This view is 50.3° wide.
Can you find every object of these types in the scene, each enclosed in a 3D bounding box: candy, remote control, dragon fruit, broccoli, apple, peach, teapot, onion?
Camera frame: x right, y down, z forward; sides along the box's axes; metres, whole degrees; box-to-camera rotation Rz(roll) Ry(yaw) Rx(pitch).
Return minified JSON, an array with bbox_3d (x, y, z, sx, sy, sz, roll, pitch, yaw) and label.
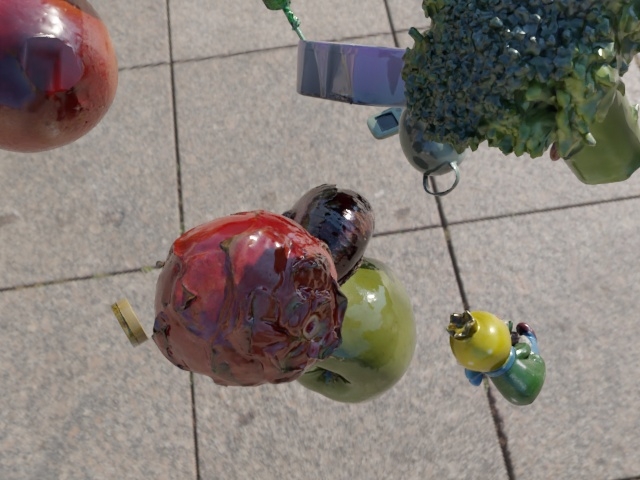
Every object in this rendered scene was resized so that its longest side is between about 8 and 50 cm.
[{"bbox_3d":[-0.065,-0.587,1.870,0.097,0.097,0.323,-31,90,-13],"label":"candy"},{"bbox_3d":[0.286,-0.379,2.015,0.309,0.038,0.090,-21,65,-6],"label":"remote control"},{"bbox_3d":[-0.090,0.077,0.873,0.241,0.252,0.241,10,72,-30],"label":"dragon fruit"},{"bbox_3d":[0.239,-0.177,0.695,0.353,0.397,0.275,-21,43,-17],"label":"broccoli"},{"bbox_3d":[0.068,0.210,1.651,0.357,0.357,0.357,-1,62,2],"label":"apple"},{"bbox_3d":[-0.591,-0.348,1.357,0.388,0.388,0.388,-1,62,2],"label":"peach"},{"bbox_3d":[0.271,-0.247,1.573,0.129,0.193,0.294,-9,81,43],"label":"teapot"},{"bbox_3d":[0.000,0.000,1.352,0.190,0.246,0.246,30,65,-10],"label":"onion"}]

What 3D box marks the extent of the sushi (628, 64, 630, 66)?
[{"bbox_3d":[0.489,-0.369,1.194,0.103,0.097,0.226,-13,83,-5],"label":"sushi"}]

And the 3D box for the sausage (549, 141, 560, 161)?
[{"bbox_3d":[0.578,-0.254,1.607,0.042,0.158,0.036,-18,46,-36],"label":"sausage"}]

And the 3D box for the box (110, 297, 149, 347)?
[{"bbox_3d":[-0.394,0.170,1.410,0.037,0.105,0.105,-30,64,-16],"label":"box"}]

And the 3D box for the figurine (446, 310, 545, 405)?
[{"bbox_3d":[0.327,0.189,1.292,0.234,0.127,0.185,38,45,-15],"label":"figurine"}]

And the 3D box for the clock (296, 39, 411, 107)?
[{"bbox_3d":[0.118,-0.330,1.342,0.338,0.102,0.338,5,17,-1],"label":"clock"}]
